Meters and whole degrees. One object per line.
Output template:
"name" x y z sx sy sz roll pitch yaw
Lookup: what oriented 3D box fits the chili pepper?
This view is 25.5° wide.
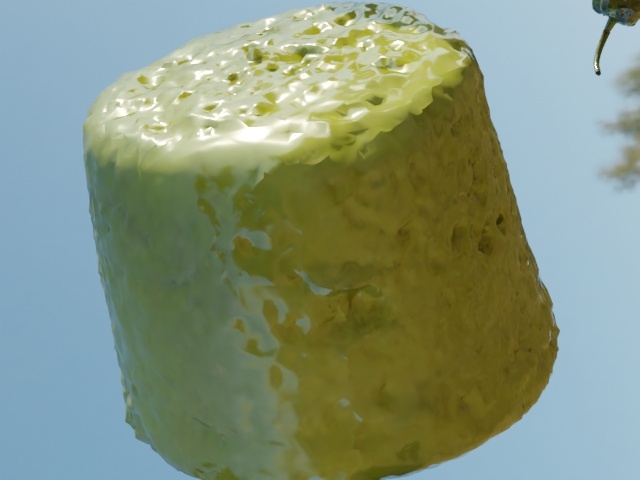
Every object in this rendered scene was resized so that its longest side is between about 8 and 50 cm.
"chili pepper" 0.333 -0.273 1.478 0.072 0.204 0.073 42 -168 -2

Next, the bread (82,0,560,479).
"bread" 0.000 0.000 1.072 0.348 0.348 0.308 -52 -40 -53
